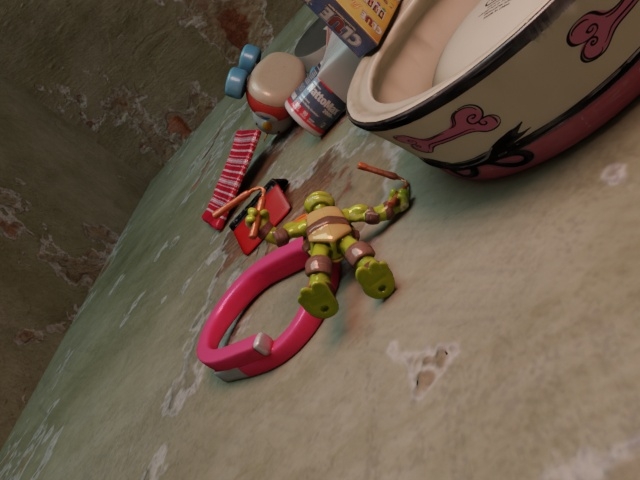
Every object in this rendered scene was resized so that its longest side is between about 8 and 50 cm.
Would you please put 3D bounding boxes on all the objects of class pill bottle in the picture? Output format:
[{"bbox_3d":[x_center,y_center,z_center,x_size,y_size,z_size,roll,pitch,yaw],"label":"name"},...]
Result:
[{"bbox_3d":[0.020,-0.319,1.197,0.180,0.108,0.108,-45,23,19],"label":"pill bottle"}]

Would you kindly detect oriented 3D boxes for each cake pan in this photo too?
[{"bbox_3d":[0.043,-0.564,1.528,0.293,0.054,0.293,-30,34,23],"label":"cake pan"}]

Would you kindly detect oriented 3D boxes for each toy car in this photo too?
[{"bbox_3d":[-0.122,-0.339,1.460,0.238,0.219,0.210,108,178,-49],"label":"toy car"}]

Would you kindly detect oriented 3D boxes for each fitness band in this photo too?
[{"bbox_3d":[-0.085,0.099,0.847,0.290,0.054,0.209,-26,33,45],"label":"fitness band"}]

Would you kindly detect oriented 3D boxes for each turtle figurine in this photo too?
[{"bbox_3d":[0.000,0.000,0.720,0.269,0.087,0.217,-8,38,-5],"label":"turtle figurine"}]

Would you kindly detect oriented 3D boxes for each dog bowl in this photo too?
[{"bbox_3d":[0.220,-0.245,0.642,0.408,0.150,0.408,-43,23,24],"label":"dog bowl"}]

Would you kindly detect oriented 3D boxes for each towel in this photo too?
[{"bbox_3d":[-0.237,-0.165,1.489,0.275,0.031,0.199,-67,23,2],"label":"towel"}]

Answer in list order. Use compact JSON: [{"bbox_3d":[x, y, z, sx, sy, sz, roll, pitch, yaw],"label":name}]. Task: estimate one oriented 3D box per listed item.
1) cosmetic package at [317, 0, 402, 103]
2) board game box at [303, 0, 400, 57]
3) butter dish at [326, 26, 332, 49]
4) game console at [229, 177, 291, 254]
[{"bbox_3d":[0.141,-0.402,1.031,0.217,0.156,0.385,-34,27,37],"label":"cosmetic package"},{"bbox_3d":[0.008,-0.386,0.747,0.042,0.243,0.165,-16,41,52],"label":"board game box"},{"bbox_3d":[0.077,-0.472,1.322,0.160,0.118,0.160,-102,12,-59],"label":"butter dish"},{"bbox_3d":[-0.111,-0.051,1.176,0.144,0.085,0.124,-45,-8,17],"label":"game console"}]
